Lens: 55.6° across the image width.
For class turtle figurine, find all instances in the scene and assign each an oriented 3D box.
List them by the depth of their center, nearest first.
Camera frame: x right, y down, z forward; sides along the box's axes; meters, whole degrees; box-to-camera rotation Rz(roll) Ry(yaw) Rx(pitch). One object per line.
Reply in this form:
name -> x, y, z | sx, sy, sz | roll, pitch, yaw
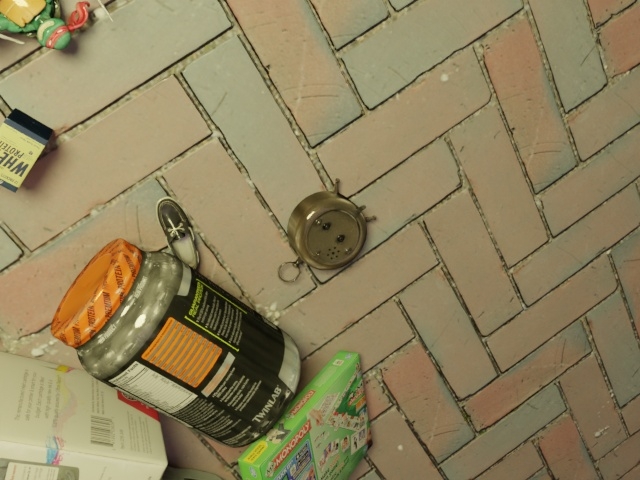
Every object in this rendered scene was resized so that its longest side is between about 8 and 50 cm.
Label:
turtle figurine -> -0.380, -0.303, 0.734 | 0.234, 0.118, 0.175 | 42, 77, -13

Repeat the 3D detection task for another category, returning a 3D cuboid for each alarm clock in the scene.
alarm clock -> 0.000, 0.000, 1.023 | 0.192, 0.064, 0.129 | -46, 118, 5

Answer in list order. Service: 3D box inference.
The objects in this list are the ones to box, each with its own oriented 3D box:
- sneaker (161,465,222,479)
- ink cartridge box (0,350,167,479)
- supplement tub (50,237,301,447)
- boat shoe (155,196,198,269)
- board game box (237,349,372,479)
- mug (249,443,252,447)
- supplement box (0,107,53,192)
sneaker -> -0.292, 0.449, 1.067 | 0.258, 0.094, 0.091 | 26, 95, -27
ink cartridge box -> -0.401, 0.287, 0.891 | 0.306, 0.226, 0.131 | 19, 101, -24
supplement tub -> -0.210, 0.156, 0.920 | 0.338, 0.207, 0.207 | 40, 93, -28
boat shoe -> -0.222, -0.007, 0.948 | 0.046, 0.038, 0.125 | -18, 115, -13
board game box -> -0.010, 0.365, 1.053 | 0.317, 0.046, 0.213 | -36, 123, -50
mug -> -0.063, 0.456, 1.137 | 0.169, 0.113, 0.150 | 49, 55, -24
supplement box -> -0.408, -0.122, 0.810 | 0.056, 0.083, 0.083 | 32, 98, -26
